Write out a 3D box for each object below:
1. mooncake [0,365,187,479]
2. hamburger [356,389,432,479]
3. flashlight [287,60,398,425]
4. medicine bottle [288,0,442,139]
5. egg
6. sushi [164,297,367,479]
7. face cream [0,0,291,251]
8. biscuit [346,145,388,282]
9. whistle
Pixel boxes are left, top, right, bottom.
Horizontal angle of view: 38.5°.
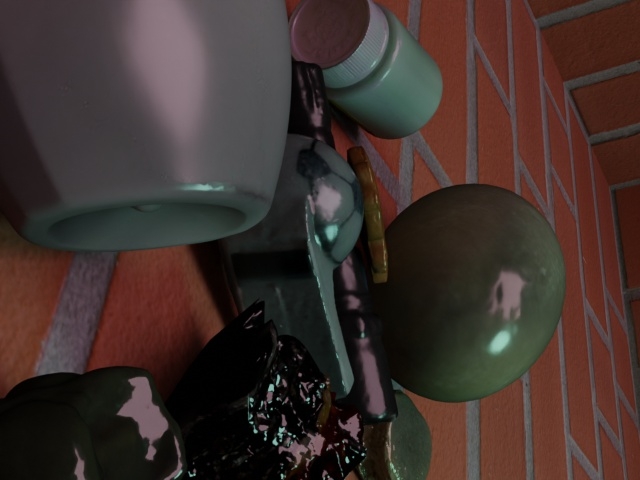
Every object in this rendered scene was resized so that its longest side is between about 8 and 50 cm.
[{"bbox_3d":[-0.159,0.137,0.551,0.168,0.175,0.104,-11,91,-22],"label":"mooncake"},{"bbox_3d":[0.086,0.249,1.110,0.140,0.062,0.133,60,33,-33],"label":"hamburger"},{"bbox_3d":[0.000,0.000,1.019,0.103,0.103,0.424,5,72,-63],"label":"flashlight"},{"bbox_3d":[0.062,-0.233,1.211,0.225,0.139,0.139,29,52,-57],"label":"medicine bottle"},{"bbox_3d":[0.185,0.061,1.180,0.352,0.258,0.259,-48,121,-52],"label":"egg"},{"bbox_3d":[-0.046,0.164,0.783,0.150,0.153,0.172,47,13,-12],"label":"sushi"},{"bbox_3d":[-0.149,-0.181,0.667,0.312,0.219,0.357,8,70,-62],"label":"face cream"},{"bbox_3d":[0.054,-0.033,1.016,0.133,0.027,0.184,-102,180,-47],"label":"biscuit"},{"bbox_3d":[-0.026,0.002,0.916,0.163,0.163,0.290,-55,138,-57],"label":"whistle"}]
